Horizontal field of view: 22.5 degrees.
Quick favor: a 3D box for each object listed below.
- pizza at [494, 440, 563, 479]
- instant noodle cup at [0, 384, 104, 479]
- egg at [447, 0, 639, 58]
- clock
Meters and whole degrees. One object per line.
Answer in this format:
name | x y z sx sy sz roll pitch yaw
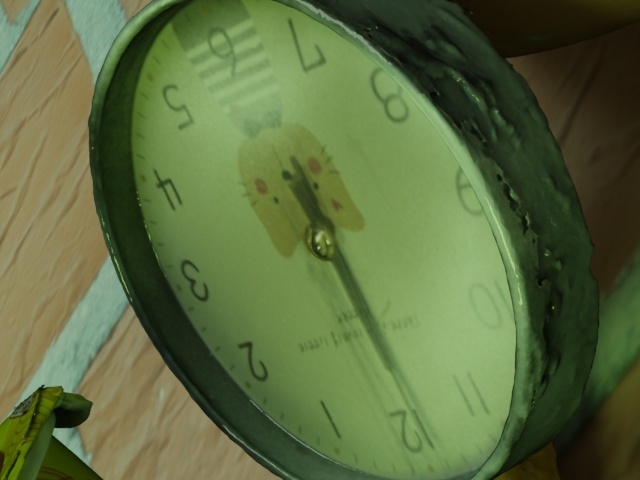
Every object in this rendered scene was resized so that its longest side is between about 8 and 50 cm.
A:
pizza | 0.059 0.115 0.679 0.127 0.058 0.246 -51 37 24
instant noodle cup | -0.107 0.242 0.631 0.311 0.221 0.311 -51 11 14
egg | 0.048 -0.223 0.663 0.374 0.301 0.301 29 96 58
clock | 0.000 0.000 0.608 0.226 0.049 0.226 25 130 35
